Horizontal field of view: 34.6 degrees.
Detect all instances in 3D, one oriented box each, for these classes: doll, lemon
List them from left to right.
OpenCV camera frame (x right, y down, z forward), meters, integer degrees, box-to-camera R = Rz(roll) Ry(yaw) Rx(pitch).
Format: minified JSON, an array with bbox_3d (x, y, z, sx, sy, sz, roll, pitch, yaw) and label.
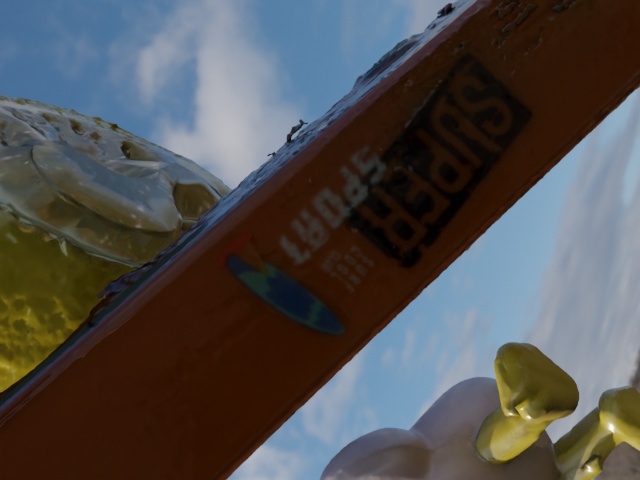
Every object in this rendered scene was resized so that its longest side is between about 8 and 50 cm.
[{"bbox_3d":[-0.224,0.076,0.857,0.364,0.364,0.364,-53,-27,-43],"label":"lemon"},{"bbox_3d":[0.029,0.193,0.581,0.160,0.094,0.365,23,-64,-31],"label":"doll"}]

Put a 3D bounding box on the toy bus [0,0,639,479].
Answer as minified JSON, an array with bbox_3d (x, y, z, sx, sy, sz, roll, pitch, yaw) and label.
[{"bbox_3d":[0.000,0.000,0.456,0.409,0.093,0.092,-43,9,-13],"label":"toy bus"}]
